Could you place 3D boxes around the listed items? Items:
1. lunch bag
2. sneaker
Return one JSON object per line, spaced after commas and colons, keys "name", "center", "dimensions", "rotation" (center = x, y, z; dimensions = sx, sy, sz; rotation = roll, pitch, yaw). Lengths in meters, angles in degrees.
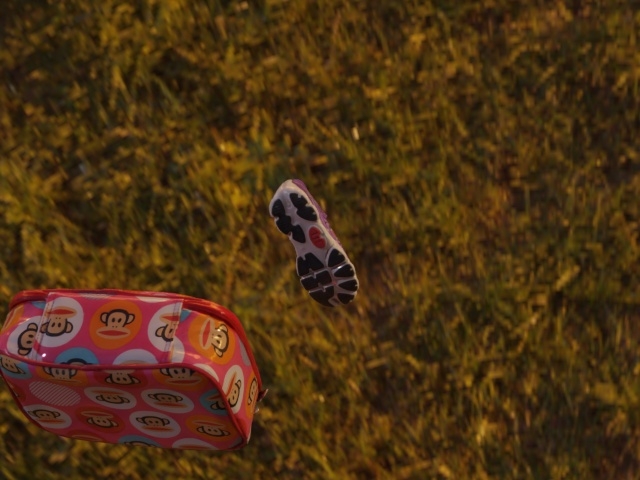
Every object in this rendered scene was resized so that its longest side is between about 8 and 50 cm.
{"name": "lunch bag", "center": [-0.220, 0.169, 1.764], "dimensions": [0.293, 0.258, 0.120], "rotation": [3, 55, 15]}
{"name": "sneaker", "center": [0.000, 0.000, 1.787], "dimensions": [0.068, 0.170, 0.071], "rotation": [-18, 18, 19]}
